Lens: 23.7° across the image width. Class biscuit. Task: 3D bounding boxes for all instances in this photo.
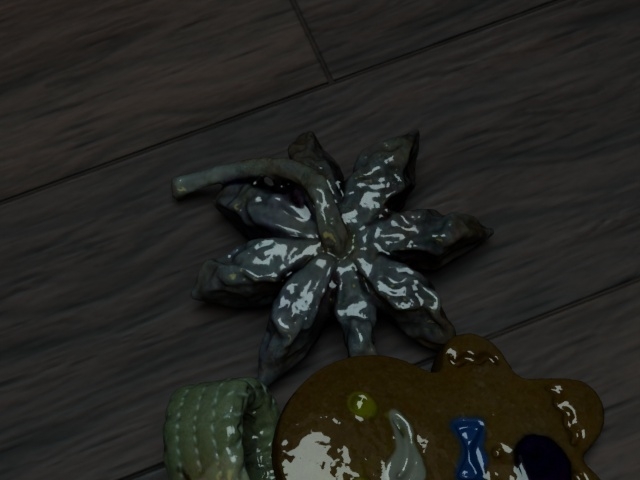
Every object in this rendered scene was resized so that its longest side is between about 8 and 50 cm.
[{"bbox_3d":[0.084,0.148,1.038,0.236,0.039,0.180,2,65,-10],"label":"biscuit"}]

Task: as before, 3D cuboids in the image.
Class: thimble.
[{"bbox_3d":[-0.063,0.149,1.039,0.062,0.084,0.110,-12,74,24],"label":"thimble"}]

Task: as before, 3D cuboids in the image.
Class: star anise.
[{"bbox_3d":[0.000,0.001,1.119,0.262,0.081,0.230,30,79,14],"label":"star anise"}]
